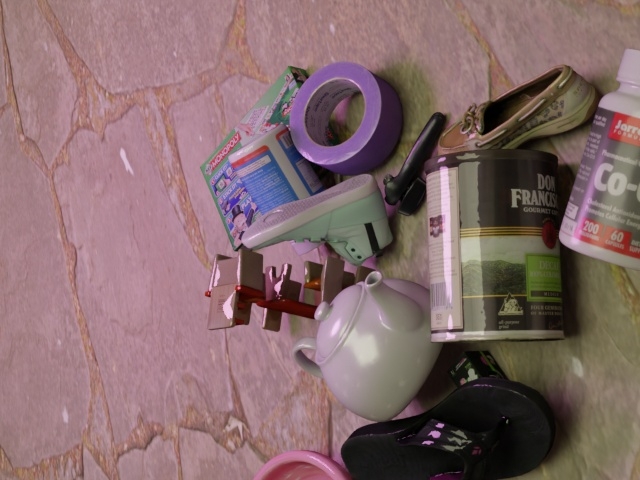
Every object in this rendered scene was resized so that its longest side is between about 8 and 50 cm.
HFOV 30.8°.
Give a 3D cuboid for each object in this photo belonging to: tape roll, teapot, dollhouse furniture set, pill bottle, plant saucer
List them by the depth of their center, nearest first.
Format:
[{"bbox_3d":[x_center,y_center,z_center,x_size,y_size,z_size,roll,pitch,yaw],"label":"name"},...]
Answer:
[{"bbox_3d":[0.443,-0.111,1.598,0.161,0.161,0.283,25,105,45],"label":"pill bottle"},{"bbox_3d":[0.073,0.159,1.884,0.256,0.187,0.252,-60,9,10],"label":"teapot"},{"bbox_3d":[0.044,-0.214,2.051,0.189,0.080,0.189,-9,73,30],"label":"tape roll"},{"bbox_3d":[-0.074,0.111,2.051,0.262,0.259,0.135,-12,68,47],"label":"dollhouse furniture set"},{"bbox_3d":[-0.010,0.540,2.071,0.332,0.084,0.332,-7,81,46],"label":"plant saucer"},{"bbox_3d":[-0.060,-0.088,2.101,0.124,0.124,0.221,-24,100,43],"label":"pill bottle"}]

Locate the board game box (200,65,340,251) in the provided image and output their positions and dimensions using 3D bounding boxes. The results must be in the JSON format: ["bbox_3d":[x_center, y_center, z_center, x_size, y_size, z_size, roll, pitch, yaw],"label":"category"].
[{"bbox_3d":[-0.100,-0.154,2.255,0.317,0.046,0.213,-44,57,35],"label":"board game box"}]

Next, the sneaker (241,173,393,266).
[{"bbox_3d":[0.000,0.000,2.013,0.256,0.151,0.094,-21,23,6],"label":"sneaker"}]

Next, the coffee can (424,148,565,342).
[{"bbox_3d":[0.261,0.015,1.750,0.202,0.202,0.275,-7,82,46],"label":"coffee can"}]

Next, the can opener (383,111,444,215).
[{"bbox_3d":[0.162,-0.135,1.982,0.059,0.073,0.186,-94,27,-73],"label":"can opener"}]

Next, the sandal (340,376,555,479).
[{"bbox_3d":[0.189,0.340,1.823,0.167,0.107,0.446,51,137,-7],"label":"sandal"}]

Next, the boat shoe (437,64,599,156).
[{"bbox_3d":[0.288,-0.196,1.799,0.285,0.089,0.104,-23,41,37],"label":"boat shoe"}]

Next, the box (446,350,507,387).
[{"bbox_3d":[0.253,0.221,1.838,0.052,0.062,0.083,-54,52,31],"label":"box"}]
